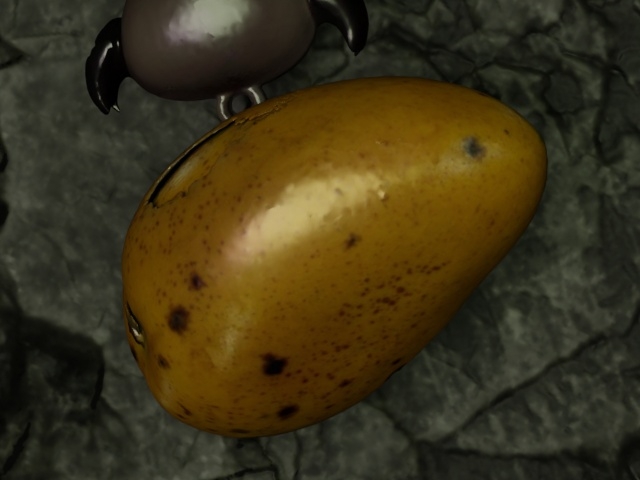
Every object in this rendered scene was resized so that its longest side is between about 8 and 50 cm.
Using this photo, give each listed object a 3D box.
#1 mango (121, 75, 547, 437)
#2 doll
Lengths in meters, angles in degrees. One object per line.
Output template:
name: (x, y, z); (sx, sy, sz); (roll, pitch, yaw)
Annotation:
mango: (0.000, 0.000, 1.154); (0.290, 0.160, 0.191); (-33, 128, 17)
doll: (-0.076, -0.193, 1.190); (0.182, 0.117, 0.257); (-15, 93, 9)
